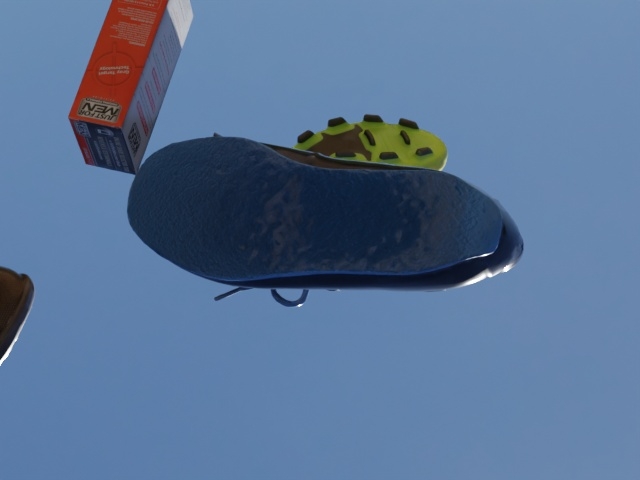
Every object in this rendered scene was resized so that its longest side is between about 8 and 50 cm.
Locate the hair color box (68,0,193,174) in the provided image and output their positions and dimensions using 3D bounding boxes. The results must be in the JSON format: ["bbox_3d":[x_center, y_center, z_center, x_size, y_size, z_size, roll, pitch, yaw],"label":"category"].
[{"bbox_3d":[-0.135,-0.127,1.435,0.043,0.072,0.141,12,-116,10],"label":"hair color box"}]

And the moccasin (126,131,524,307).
[{"bbox_3d":[0.000,0.000,1.583,0.342,0.138,0.117,13,173,34],"label":"moccasin"}]

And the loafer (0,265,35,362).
[{"bbox_3d":[-0.406,0.075,1.653,0.366,0.130,0.134,-14,-139,26],"label":"loafer"}]

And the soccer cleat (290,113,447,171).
[{"bbox_3d":[-0.006,-0.045,2.033,0.289,0.121,0.093,-17,-141,-18],"label":"soccer cleat"}]
